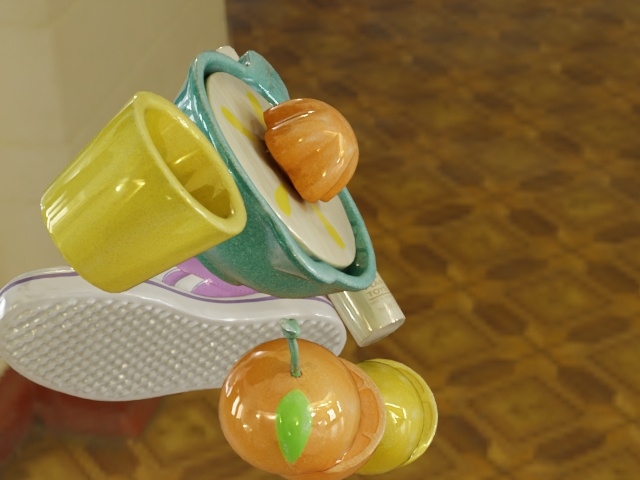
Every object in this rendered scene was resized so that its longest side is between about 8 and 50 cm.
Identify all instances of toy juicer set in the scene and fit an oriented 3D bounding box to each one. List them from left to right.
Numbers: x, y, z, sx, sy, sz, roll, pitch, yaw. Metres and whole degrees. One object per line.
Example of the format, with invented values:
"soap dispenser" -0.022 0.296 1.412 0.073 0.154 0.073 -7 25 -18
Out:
"toy juicer set" 0.000 0.000 0.848 0.089 0.209 0.329 -36 6 16

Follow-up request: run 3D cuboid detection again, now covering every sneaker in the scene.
"sneaker" -0.130 0.029 1.313 0.282 0.102 0.161 7 40 -40
